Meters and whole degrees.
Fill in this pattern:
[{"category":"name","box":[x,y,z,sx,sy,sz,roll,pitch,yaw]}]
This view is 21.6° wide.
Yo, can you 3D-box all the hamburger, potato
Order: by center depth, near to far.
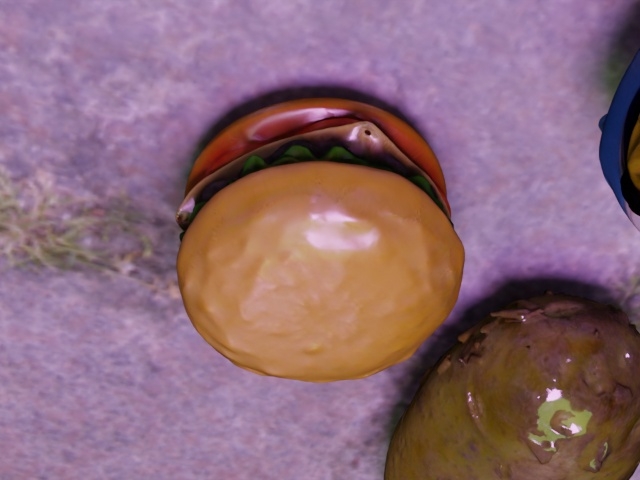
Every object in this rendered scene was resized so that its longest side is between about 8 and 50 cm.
[{"category":"hamburger","box":[0.000,0.000,0.899,0.162,0.115,0.162,-1,135,-1]},{"category":"potato","box":[0.118,0.127,1.022,0.149,0.113,0.251,4,141,-14]}]

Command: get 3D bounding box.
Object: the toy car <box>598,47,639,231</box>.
[{"category":"toy car","box":[0.262,-0.111,0.767,0.198,0.166,0.314,15,122,-22]}]
